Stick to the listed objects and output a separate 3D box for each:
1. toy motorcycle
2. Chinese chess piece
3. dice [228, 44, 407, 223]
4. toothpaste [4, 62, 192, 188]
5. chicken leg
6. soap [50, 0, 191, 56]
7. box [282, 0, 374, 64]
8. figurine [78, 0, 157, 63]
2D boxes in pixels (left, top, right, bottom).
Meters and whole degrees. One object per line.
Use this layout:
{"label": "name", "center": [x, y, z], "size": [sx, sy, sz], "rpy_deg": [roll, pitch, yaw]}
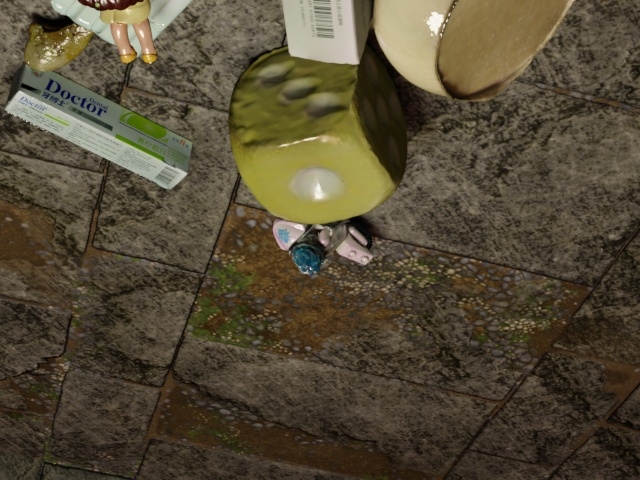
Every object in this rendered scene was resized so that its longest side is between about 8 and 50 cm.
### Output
{"label": "toy motorcycle", "center": [-0.003, 0.004, 2.424], "size": [0.239, 0.204, 0.108], "rpy_deg": [12, 131, -14]}
{"label": "Chinese chess piece", "center": [0.228, -0.359, 1.827], "size": [0.140, 0.338, 0.338], "rpy_deg": [39, 154, 28]}
{"label": "dice", "center": [0.000, -0.181, 2.156], "size": [0.238, 0.233, 0.227], "rpy_deg": [-11, 141, 22]}
{"label": "toothpaste", "center": [-0.388, -0.201, 2.304], "size": [0.336, 0.081, 0.067], "rpy_deg": [26, 137, -25]}
{"label": "chicken leg", "center": [-0.417, -0.341, 2.144], "size": [0.178, 0.070, 0.093], "rpy_deg": [-22, 130, 21]}
{"label": "soap", "center": [-0.272, -0.423, 1.986], "size": [0.173, 0.095, 0.289], "rpy_deg": [29, 137, -26]}
{"label": "box", "center": [0.028, -0.417, 1.781], "size": [0.106, 0.299, 0.200], "rpy_deg": [8, 144, 11]}
{"label": "figurine", "center": [-0.291, -0.369, 1.886], "size": [0.175, 0.116, 0.240], "rpy_deg": [-2, 141, 13]}
